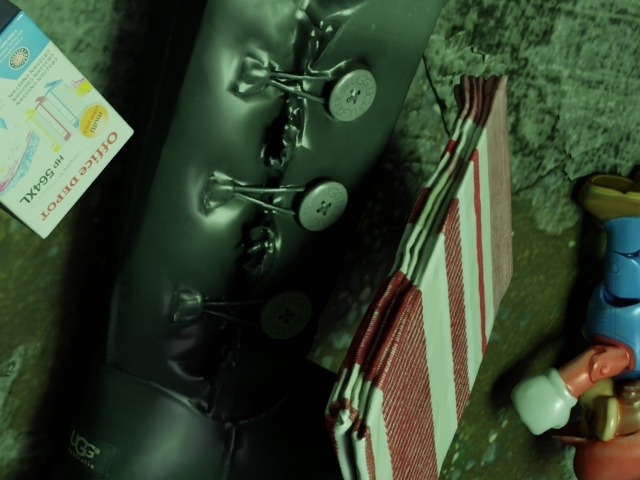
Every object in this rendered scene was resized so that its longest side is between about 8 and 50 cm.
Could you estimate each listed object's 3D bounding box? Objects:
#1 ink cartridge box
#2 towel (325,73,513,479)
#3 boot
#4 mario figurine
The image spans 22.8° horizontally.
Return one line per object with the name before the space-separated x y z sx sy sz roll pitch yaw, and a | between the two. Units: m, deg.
ink cartridge box | -0.192 -0.078 0.968 0.092 0.090 0.143 -51 139 -8
towel | 0.078 0.070 1.134 0.237 0.037 0.329 80 27 -48
boot | -0.001 0.000 1.185 0.367 0.146 0.445 -2 111 -46
mario figurine | 0.277 0.087 1.550 0.198 0.170 0.320 2 105 -7
